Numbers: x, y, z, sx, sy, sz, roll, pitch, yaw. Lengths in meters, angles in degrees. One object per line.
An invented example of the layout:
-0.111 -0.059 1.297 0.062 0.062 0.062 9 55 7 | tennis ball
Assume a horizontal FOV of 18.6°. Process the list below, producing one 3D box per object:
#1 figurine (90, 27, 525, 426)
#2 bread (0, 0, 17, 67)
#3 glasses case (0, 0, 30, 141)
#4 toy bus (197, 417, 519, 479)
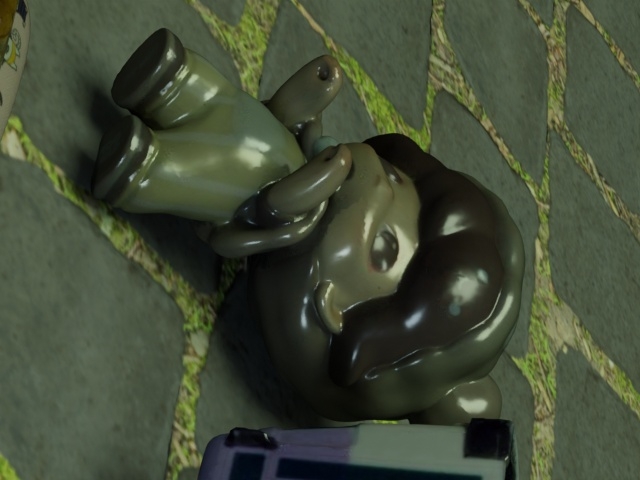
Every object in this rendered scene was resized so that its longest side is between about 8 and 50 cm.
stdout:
-0.001 -0.001 1.435 0.380 0.203 0.248 35 37 -31 | figurine
-0.262 -0.151 1.052 0.210 0.110 0.192 20 48 -15 | bread
-0.246 -0.080 1.155 0.122 0.075 0.314 46 37 -31 | glasses case
0.001 0.323 1.160 0.209 0.249 0.440 84 13 -46 | toy bus
